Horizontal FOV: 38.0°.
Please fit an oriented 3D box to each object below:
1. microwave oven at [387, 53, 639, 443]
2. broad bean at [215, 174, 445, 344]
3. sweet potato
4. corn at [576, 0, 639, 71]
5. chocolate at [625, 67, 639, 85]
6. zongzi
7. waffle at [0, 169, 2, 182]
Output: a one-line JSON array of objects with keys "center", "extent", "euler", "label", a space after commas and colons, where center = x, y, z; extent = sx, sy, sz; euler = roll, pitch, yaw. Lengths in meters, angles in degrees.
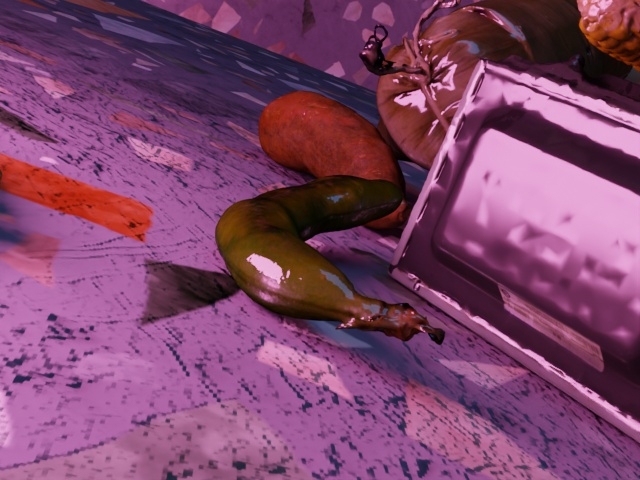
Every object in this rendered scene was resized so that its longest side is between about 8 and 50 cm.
[{"center": [0.281, 0.016, 0.686], "extent": [0.286, 0.218, 0.355], "euler": [10, 17, -44], "label": "microwave oven"}, {"center": [0.000, 0.000, 0.645], "extent": [0.144, 0.049, 0.292], "euler": [11, 18, -4], "label": "broad bean"}, {"center": [0.025, -0.087, 0.958], "extent": [0.097, 0.097, 0.292], "euler": [12, 17, -36], "label": "sweet potato"}, {"center": [0.289, -0.150, 0.686], "extent": [0.262, 0.097, 0.097], "euler": [10, 18, -33], "label": "corn"}, {"center": [0.428, -0.106, 1.166], "extent": [0.314, 0.325, 0.297], "euler": [-17, -5, 23], "label": "chocolate"}, {"center": [0.099, -0.125, 1.009], "extent": [0.447, 0.418, 0.181], "euler": [-28, 91, -48], "label": "zongzi"}, {"center": [-0.309, -0.083, 0.497], "extent": [0.250, 0.056, 0.261], "euler": [10, 20, -39], "label": "waffle"}]
